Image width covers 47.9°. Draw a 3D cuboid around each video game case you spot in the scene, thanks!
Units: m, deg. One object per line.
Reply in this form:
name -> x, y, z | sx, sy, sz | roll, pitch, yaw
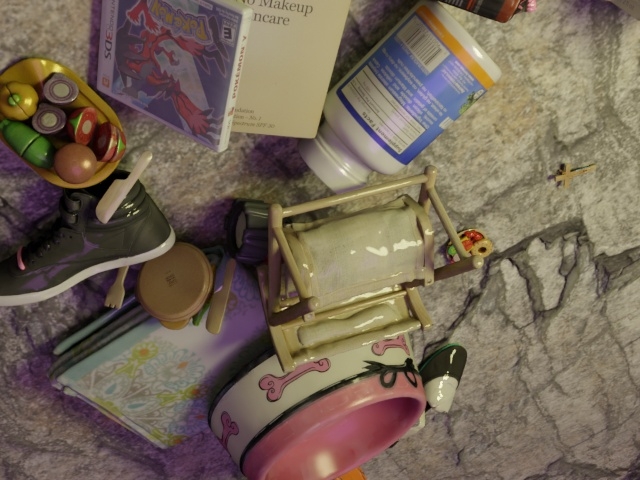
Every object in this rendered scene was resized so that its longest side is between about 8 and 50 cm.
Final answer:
video game case -> -0.183, -0.226, 0.867 | 0.201, 0.023, 0.183 | 28, 127, 16

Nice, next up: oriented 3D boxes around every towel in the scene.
towel -> -0.231, 0.200, 1.255 | 0.374, 0.090, 0.320 | -31, 134, 8

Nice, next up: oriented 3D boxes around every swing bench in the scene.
swing bench -> 0.053, 0.049, 1.042 | 0.253, 0.165, 0.255 | -14, 155, -18

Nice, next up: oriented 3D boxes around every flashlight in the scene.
flashlight -> 0.000, 0.000, 1.162 | 0.304, 0.103, 0.103 | 6, 157, -28

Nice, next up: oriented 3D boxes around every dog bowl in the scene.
dog bowl -> 0.012, 0.310, 1.306 | 0.408, 0.150, 0.408 | -21, 147, -14

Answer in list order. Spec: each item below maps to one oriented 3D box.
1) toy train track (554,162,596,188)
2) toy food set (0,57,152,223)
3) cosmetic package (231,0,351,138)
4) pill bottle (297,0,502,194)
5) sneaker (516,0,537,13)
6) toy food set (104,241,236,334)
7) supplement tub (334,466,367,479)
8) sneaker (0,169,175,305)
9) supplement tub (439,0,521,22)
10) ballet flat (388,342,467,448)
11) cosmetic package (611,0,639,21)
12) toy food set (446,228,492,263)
toy train track -> 0.444, -0.120, 1.264 | 0.083, 0.014, 0.048 | -16, 125, -13
toy food set -> -0.317, -0.132, 0.907 | 0.218, 0.071, 0.128 | 43, 85, -16
cosmetic package -> -0.056, -0.290, 0.887 | 0.160, 0.113, 0.309 | 1, 129, -19
pill bottle -> 0.100, -0.187, 0.997 | 0.272, 0.152, 0.152 | -43, 129, 18
sneaker -> 0.262, -0.339, 0.979 | 0.057, 0.047, 0.119 | -15, 163, 13
toy food set -> -0.221, 0.068, 1.098 | 0.192, 0.132, 0.038 | 13, 170, 15
supplement tub -> -0.053, 0.596, 1.570 | 0.316, 0.194, 0.193 | -37, 130, 12
sneaker -> -0.368, -0.013, 1.022 | 0.295, 0.104, 0.147 | -20, 130, -10
supplement tub -> 0.158, -0.346, 0.884 | 0.197, 0.106, 0.106 | 19, 124, 1
ballet flat -> 0.218, 0.338, 1.512 | 0.095, 0.096, 0.280 | 26, 116, -33
cosmetic package -> 0.512, -0.381, 0.926 | 0.138, 0.224, 0.225 | -2, 129, -18
toy food set -> 0.267, 0.014, 1.309 | 0.082, 0.020, 0.083 | -35, 131, 11
